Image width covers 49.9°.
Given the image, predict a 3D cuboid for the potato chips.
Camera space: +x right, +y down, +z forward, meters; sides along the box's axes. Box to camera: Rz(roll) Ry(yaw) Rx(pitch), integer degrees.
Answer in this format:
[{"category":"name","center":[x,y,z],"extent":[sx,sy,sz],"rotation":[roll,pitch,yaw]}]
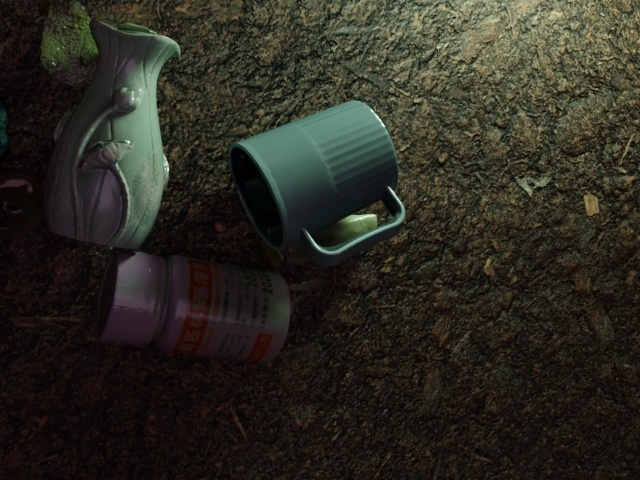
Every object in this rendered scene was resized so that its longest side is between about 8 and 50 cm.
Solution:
[{"category":"potato chips","center":[-0.522,-0.401,1.420],"extent":[0.142,0.026,0.209],"rotation":[-38,114,-16]}]

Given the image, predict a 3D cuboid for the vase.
[{"category":"vase","center":[-0.414,-0.210,1.389],"extent":[0.250,0.250,0.445],"rotation":[11,93,-25]}]

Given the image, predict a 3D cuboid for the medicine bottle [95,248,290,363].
[{"category":"medicine bottle","center":[-0.279,0.145,1.521],"extent":[0.389,0.219,0.219],"rotation":[13,95,-24]}]

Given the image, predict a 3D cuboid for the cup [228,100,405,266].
[{"category":"cup","center":[0.006,-0.140,1.534],"extent":[0.311,0.331,0.256],"rotation":[-26,129,-19]}]

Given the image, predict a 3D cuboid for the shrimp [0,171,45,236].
[{"category":"shrimp","center":[-0.685,-0.071,1.400],"extent":[0.251,0.052,0.143],"rotation":[2,112,-16]}]

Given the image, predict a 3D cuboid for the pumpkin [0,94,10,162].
[{"category":"pumpkin","center":[-0.750,-0.200,1.219],"extent":[0.364,0.266,0.363],"rotation":[1,85,-15]}]

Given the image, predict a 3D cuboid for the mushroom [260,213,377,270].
[{"category":"mushroom","center":[0.000,0.000,1.693],"extent":[0.312,0.081,0.099],"rotation":[-12,108,-25]}]
